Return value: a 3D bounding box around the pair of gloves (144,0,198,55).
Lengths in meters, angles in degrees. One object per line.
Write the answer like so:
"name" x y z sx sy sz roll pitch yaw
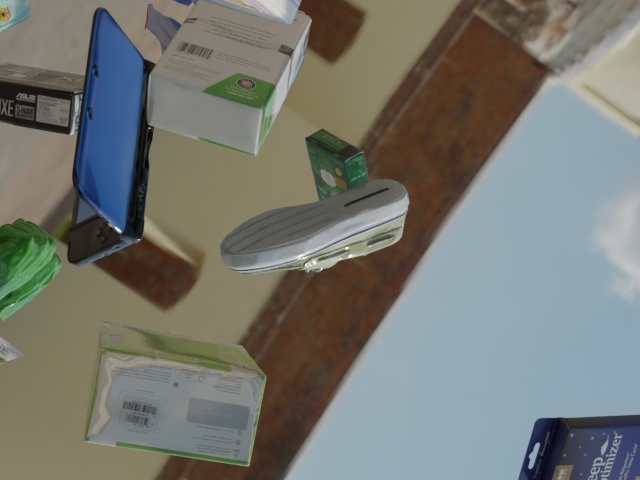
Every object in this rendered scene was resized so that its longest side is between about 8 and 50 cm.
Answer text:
"pair of gloves" -0.232 -0.361 2.052 0.023 0.159 0.198 -14 133 -37

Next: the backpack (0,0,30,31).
"backpack" -0.372 -0.296 1.362 0.188 0.166 0.144 -39 137 -30

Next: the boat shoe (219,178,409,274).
"boat shoe" 0.000 0.000 1.889 0.302 0.094 0.109 -18 -147 -19

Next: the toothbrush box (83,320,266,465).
"toothbrush box" -0.195 0.194 1.688 0.283 0.206 0.122 -155 -104 -79

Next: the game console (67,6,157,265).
"game console" -0.336 -0.143 1.868 0.250 0.173 0.293 -21 -124 44

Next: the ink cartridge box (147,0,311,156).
"ink cartridge box" -0.120 -0.232 1.747 0.219 0.160 0.092 -66 171 -45

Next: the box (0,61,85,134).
"box" -0.521 -0.257 2.284 0.242 0.307 0.076 -34 133 -70

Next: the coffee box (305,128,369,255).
"coffee box" 0.036 -0.076 2.033 0.040 0.184 0.113 -30 -142 -23

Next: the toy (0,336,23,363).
"toy" -0.568 0.102 1.978 0.137 0.237 0.056 -17 -145 41

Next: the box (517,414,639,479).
"box" 0.410 0.329 1.955 0.036 0.225 0.136 -131 -132 -57

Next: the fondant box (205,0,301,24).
"fondant box" -0.132 -0.351 1.151 0.096 0.330 0.238 30 82 -61

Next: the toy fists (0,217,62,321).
"toy fists" -0.505 0.042 2.134 0.142 0.096 0.279 -39 172 -14
